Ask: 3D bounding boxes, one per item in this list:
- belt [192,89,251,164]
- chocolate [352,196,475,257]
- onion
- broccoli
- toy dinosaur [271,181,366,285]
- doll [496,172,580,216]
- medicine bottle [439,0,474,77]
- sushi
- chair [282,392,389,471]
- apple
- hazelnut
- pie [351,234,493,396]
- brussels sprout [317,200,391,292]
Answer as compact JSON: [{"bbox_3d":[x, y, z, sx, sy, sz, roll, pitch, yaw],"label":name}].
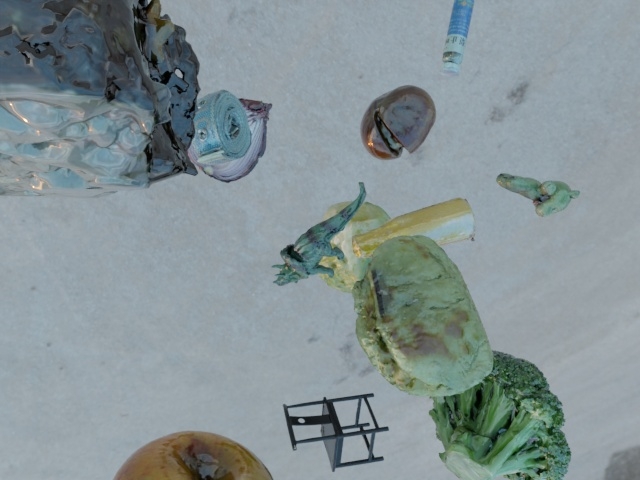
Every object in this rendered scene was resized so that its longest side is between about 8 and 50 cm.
[{"bbox_3d":[-0.207,-0.228,1.133,0.082,0.148,0.163,-15,-178,18],"label":"belt"},{"bbox_3d":[0.157,-0.016,0.967,0.219,0.086,0.086,-13,136,-14],"label":"chocolate"},{"bbox_3d":[-0.257,-0.316,1.623,0.283,0.120,0.227,-41,135,4],"label":"onion"},{"bbox_3d":[0.296,0.317,0.963,0.241,0.269,0.262,-40,144,-45],"label":"broccoli"},{"bbox_3d":[0.010,0.009,1.186,0.292,0.079,0.120,-37,132,13],"label":"toy dinosaur"},{"bbox_3d":[0.415,-0.091,1.082,0.150,0.115,0.078,18,87,-10],"label":"doll"},{"bbox_3d":[0.327,-0.489,1.328,0.051,0.051,0.191,16,84,-37],"label":"medicine bottle"},{"bbox_3d":[-0.217,-0.143,0.463,0.234,0.208,0.348,0,172,-24],"label":"sushi"},{"bbox_3d":[0.034,0.516,1.492,0.260,0.154,0.141,-3,118,-13],"label":"chair"},{"bbox_3d":[-0.208,0.474,0.904,0.299,0.299,0.275,14,106,-36],"label":"apple"},{"bbox_3d":[0.233,-0.373,1.723,0.251,0.217,0.217,-34,138,19],"label":"hazelnut"},{"bbox_3d":[0.147,0.104,0.806,0.201,0.248,0.090,-9,154,-19],"label":"pie"},{"bbox_3d":[0.132,0.027,1.884,0.344,0.268,0.344,-23,132,-27],"label":"brussels sprout"}]
